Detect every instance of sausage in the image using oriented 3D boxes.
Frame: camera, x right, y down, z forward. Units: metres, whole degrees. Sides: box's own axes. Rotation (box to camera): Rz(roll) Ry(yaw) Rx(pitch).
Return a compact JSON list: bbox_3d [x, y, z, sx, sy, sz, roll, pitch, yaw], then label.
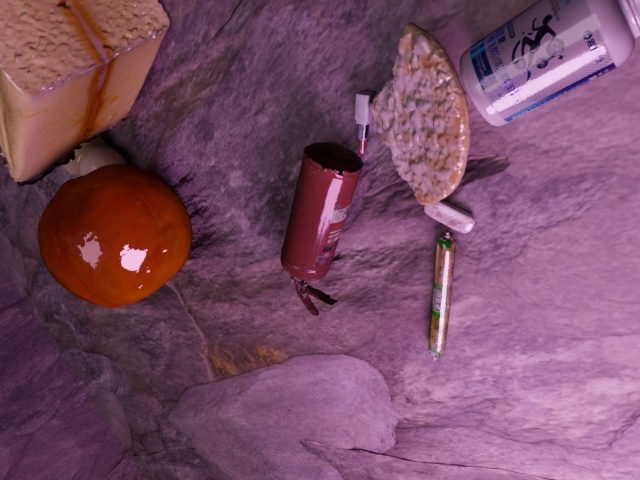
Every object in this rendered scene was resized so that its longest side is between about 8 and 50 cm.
[{"bbox_3d":[0.214,0.106,0.716,0.032,0.033,0.269,13,120,31],"label":"sausage"}]

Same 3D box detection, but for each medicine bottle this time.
[{"bbox_3d":[0.268,-0.220,0.457,0.191,0.107,0.107,-25,97,42],"label":"medicine bottle"}]

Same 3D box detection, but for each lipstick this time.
[{"bbox_3d":[0.071,-0.191,0.670,0.025,0.025,0.107,20,128,27],"label":"lipstick"}]

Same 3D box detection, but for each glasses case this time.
[{"bbox_3d":[0.207,-0.041,0.651,0.083,0.021,0.032,32,130,19],"label":"glasses case"}]

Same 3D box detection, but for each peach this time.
[{"bbox_3d":[-0.490,-0.021,0.970,0.342,0.343,0.302,-7,122,38],"label":"peach"}]

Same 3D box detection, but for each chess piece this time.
[{"bbox_3d":[-0.657,-0.242,1.095,0.299,0.167,0.167,38,130,9],"label":"chess piece"}]

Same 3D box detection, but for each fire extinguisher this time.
[{"bbox_3d":[0.000,0.000,0.763,0.147,0.106,0.337,38,132,29],"label":"fire extinguisher"}]

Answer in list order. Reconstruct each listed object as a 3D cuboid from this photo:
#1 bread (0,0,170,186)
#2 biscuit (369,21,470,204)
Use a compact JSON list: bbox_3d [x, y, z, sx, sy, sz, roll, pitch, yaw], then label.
[{"bbox_3d":[-0.536,-0.358,0.840,0.242,0.346,0.404,53,140,-9],"label":"bread"},{"bbox_3d":[0.139,-0.167,0.578,0.188,0.040,0.266,44,156,44],"label":"biscuit"}]
